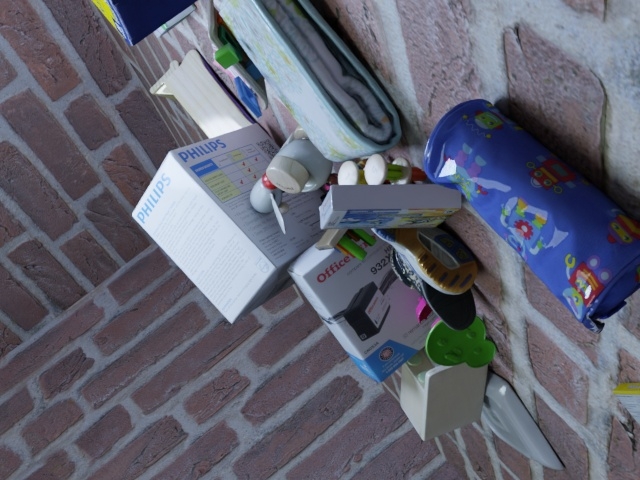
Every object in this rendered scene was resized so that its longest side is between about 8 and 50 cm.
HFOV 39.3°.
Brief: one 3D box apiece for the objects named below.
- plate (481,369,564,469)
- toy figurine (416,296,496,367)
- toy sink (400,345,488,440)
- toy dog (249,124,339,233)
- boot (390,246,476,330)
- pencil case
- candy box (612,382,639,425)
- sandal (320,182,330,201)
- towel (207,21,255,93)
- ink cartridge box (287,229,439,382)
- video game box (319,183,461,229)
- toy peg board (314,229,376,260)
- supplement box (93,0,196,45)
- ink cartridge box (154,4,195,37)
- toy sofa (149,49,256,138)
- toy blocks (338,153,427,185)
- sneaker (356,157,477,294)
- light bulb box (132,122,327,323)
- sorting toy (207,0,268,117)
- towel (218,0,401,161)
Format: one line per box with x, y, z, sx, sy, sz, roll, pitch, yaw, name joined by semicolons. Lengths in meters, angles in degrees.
0.421;0.402;2.102;0.278;0.045;0.277;56;171;-18;plate
0.269;0.172;1.869;0.173;0.130;0.159;29;-163;-29;toy figurine
0.273;0.312;2.022;0.131;0.152;0.234;-124;22;-44;toy sink
-0.036;-0.122;1.871;0.161;0.220;0.333;36;175;-5;toy dog
0.215;0.078;1.758;0.236;0.085;0.178;56;174;11;boot
0.251;-0.034;1.035;0.306;0.119;0.133;48;147;30;pencil case
0.487;0.245;1.245;0.105;0.027;0.206;54;171;4;candy box
0.041;-0.118;1.930;0.040;0.067;0.179;63;164;-2;sandal
-0.208;-0.415;2.089;0.144;0.029;0.197;49;170;12;towel
0.109;0.120;1.980;0.307;0.223;0.129;54;170;-15;ink cartridge box
0.107;-0.053;1.457;0.187;0.205;0.048;129;140;-82;video game box
0.077;-0.030;1.817;0.079;0.161;0.160;38;172;-6;toy peg board
-0.451;-0.633;1.921;0.356;0.195;0.194;49;170;18;supplement box
-0.392;-0.582;2.148;0.154;0.093;0.212;54;172;-15;ink cartridge box
-0.278;-0.338;2.449;0.362;0.177;0.150;50;-165;11;toy sofa
0.123;-0.105;1.477;0.123;0.148;0.054;-8;82;52;toy blocks
0.153;-0.015;1.616;0.296;0.112;0.131;52;172;5;sneaker
-0.183;-0.053;2.149;0.361;0.225;0.358;46;-145;10;light bulb box
-0.150;-0.369;1.721;0.196;0.047;0.348;52;-165;-32;sorting toy
-0.027;-0.297;1.508;0.374;0.090;0.320;53;174;-9;towel
